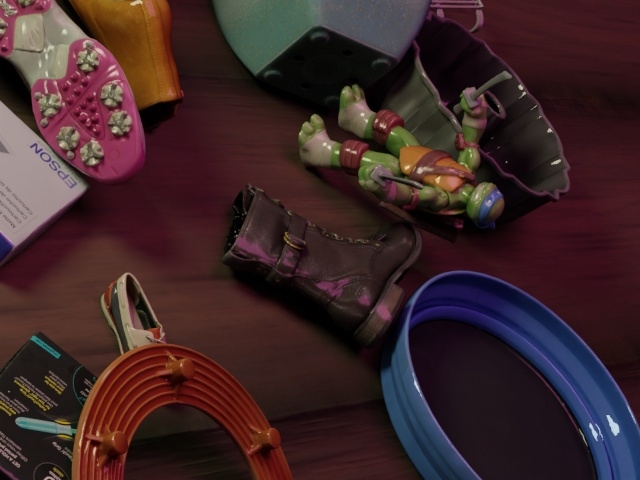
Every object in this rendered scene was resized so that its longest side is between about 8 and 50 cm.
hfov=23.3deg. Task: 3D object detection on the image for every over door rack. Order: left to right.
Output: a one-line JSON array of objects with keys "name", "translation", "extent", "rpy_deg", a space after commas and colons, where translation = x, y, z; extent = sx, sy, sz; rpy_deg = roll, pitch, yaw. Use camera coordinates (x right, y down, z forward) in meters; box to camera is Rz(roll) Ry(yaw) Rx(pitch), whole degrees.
[{"name": "over door rack", "translation": [0.123, -0.476, 2.464], "extent": [0.239, 0.108, 0.324], "rpy_deg": [-8, 81, -49]}]

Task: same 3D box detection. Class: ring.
[{"name": "ring", "translation": [-0.105, 0.254, 1.436], "extent": [0.336, 0.032, 0.336], "rpy_deg": [37, 43, -45]}]

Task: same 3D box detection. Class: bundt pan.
[{"name": "bundt pan", "translation": [0.201, -0.159, 2.196], "extent": [0.331, 0.124, 0.331], "rpy_deg": [37, 31, -26]}]

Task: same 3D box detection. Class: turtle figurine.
[{"name": "turtle figurine", "translation": [0.111, -0.135, 1.954], "extent": [0.266, 0.198, 0.274], "rpy_deg": [23, -9, 30]}]

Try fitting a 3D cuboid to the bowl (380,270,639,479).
[{"name": "bowl", "translation": [0.237, 0.216, 1.898], "extent": [0.391, 0.077, 0.391], "rpy_deg": [27, 37, -23]}]

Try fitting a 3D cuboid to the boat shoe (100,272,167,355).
[{"name": "boat shoe", "translation": [-0.184, 0.099, 1.613], "extent": [0.049, 0.043, 0.137], "rpy_deg": [-3, 57, -50]}]

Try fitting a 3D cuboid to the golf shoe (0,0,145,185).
[{"name": "golf shoe", "translation": [-0.276, -0.181, 1.736], "extent": [0.306, 0.115, 0.140], "rpy_deg": [55, 4, 19]}]

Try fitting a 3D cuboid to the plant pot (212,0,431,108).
[{"name": "plant pot", "translation": [0.003, -0.331, 2.104], "extent": [0.247, 0.248, 0.252], "rpy_deg": [20, 54, -33]}]

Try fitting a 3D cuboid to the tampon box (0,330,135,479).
[{"name": "tampon box", "translation": [-0.266, 0.185, 1.381], "extent": [0.120, 0.101, 0.161], "rpy_deg": [41, 34, -7]}]

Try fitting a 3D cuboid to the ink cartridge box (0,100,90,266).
[{"name": "ink cartridge box", "translation": [-0.377, -0.077, 1.595], "extent": [0.223, 0.045, 0.224], "rpy_deg": [43, 34, -2]}]

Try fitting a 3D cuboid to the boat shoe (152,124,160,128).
[{"name": "boat shoe", "translation": [-0.215, -0.189, 1.891], "extent": [0.046, 0.038, 0.125], "rpy_deg": [-17, 52, -8]}]

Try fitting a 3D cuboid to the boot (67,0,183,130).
[{"name": "boot", "translation": [-0.239, -0.230, 1.821], "extent": [0.104, 0.295, 0.211], "rpy_deg": [-13, 94, -19]}]

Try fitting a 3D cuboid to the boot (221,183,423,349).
[{"name": "boot", "translation": [0.000, 0.000, 1.875], "extent": [0.229, 0.091, 0.263], "rpy_deg": [33, 30, -7]}]
